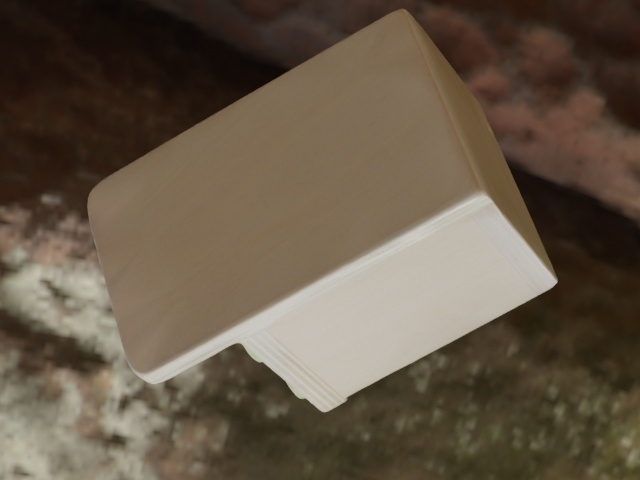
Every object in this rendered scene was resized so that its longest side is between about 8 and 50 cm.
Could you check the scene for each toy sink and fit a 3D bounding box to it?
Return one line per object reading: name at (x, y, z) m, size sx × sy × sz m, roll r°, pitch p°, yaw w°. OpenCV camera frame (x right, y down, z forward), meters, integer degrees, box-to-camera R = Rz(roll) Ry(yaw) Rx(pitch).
toy sink at (0.000, 0.000, 1.141) m, size 0.234 × 0.131 × 0.153 m, roll -30°, pitch -128°, yaw 12°
